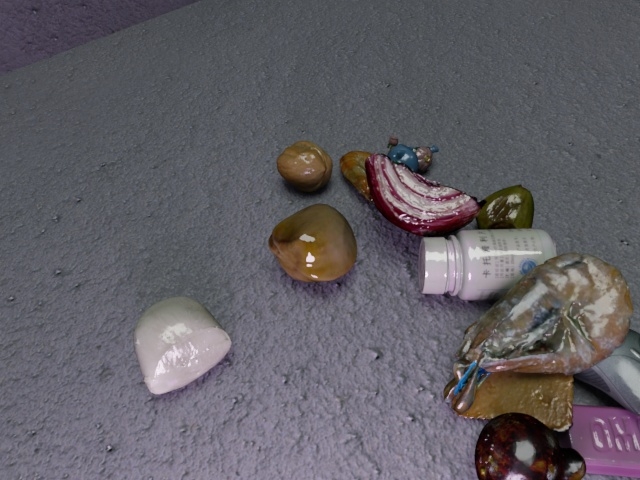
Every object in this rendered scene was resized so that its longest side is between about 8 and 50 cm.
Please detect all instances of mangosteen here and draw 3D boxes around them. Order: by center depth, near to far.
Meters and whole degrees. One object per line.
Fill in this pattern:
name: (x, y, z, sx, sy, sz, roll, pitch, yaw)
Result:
mangosteen: (0.374, 0.399, 0.936, 0.184, 0.172, 0.172, 4, 50, 7)

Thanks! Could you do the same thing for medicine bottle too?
medicine bottle: (0.385, 0.057, 1.221, 0.293, 0.170, 0.170, -1, 49, 4)

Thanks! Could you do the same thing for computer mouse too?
computer mouse: (0.631, 0.256, 1.024, 0.167, 0.090, 0.379, -27, 34, -18)

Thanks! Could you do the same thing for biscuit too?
biscuit: (0.406, 0.276, 1.089, 0.232, 0.013, 0.236, 0, 48, 29)

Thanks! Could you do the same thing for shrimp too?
shrimp: (0.437, 0.200, 1.061, 0.446, 0.110, 0.221, -37, 66, -1)
shrimp: (0.139, -0.186, 1.523, 0.150, 0.068, 0.248, -4, 48, -9)

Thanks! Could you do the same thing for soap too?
soap: (0.568, 0.384, 0.993, 0.203, 0.065, 0.122, 2, 49, 7)

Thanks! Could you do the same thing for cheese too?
cheese: (-0.321, 0.218, 1.151, 0.198, 0.154, 0.189, -29, 48, -19)

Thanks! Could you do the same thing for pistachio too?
pistachio: (0.000, 0.000, 1.318, 0.213, 0.162, 0.260, 36, 44, 6)

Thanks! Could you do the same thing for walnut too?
walnut: (-0.043, -0.216, 1.514, 0.167, 0.149, 0.166, 4, 16, -1)

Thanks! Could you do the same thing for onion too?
onion: (0.243, -0.079, 1.320, 0.315, 0.280, 0.146, 21, 80, 15)

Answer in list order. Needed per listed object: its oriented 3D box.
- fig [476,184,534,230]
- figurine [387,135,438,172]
fig: (0.479, -0.064, 1.337, 0.144, 0.154, 0.165, 33, 92, -15)
figurine: (0.257, -0.244, 1.540, 0.178, 0.114, 0.144, -19, 45, -28)
